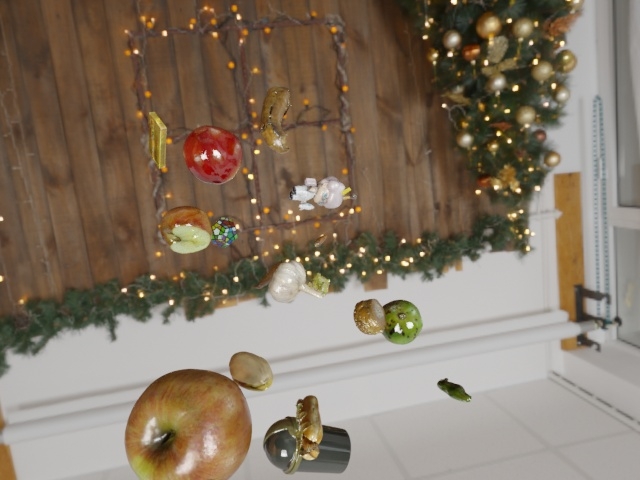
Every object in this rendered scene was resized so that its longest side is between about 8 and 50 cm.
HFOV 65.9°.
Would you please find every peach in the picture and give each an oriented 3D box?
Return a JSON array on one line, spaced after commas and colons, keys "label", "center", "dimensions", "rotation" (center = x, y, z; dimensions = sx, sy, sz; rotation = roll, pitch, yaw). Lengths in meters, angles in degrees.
[{"label": "peach", "center": [-0.418, -0.340, 1.943], "dimensions": [0.244, 0.243, 0.199], "rotation": [-10, -141, -26]}]

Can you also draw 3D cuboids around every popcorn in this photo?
[{"label": "popcorn", "center": [-0.009, 0.203, 2.218], "dimensions": [0.097, 0.109, 0.089], "rotation": [-29, 174, 27]}]

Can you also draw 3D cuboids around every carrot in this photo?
[{"label": "carrot", "center": [0.000, 0.000, 2.136], "dimensions": [0.032, 0.032, 0.093], "rotation": [-1, -158, 28]}]

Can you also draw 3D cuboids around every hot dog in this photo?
[{"label": "hot dog", "center": [-0.039, 0.550, 1.482], "dimensions": [0.072, 0.109, 0.269], "rotation": [10, -170, -9]}]

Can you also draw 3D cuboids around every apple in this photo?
[{"label": "apple", "center": [-0.409, 0.610, 1.578], "dimensions": [0.401, 0.399, 0.333], "rotation": [-3, 166, 19]}, {"label": "apple", "center": [-0.493, -0.045, 1.807], "dimensions": [0.173, 0.195, 0.160], "rotation": [-17, -125, -29]}]

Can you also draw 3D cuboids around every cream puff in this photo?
[{"label": "cream puff", "center": [0.199, 0.320, 2.051], "dimensions": [0.115, 0.150, 0.165], "rotation": [-33, -173, 27]}]

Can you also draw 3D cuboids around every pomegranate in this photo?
[{"label": "pomegranate", "center": [0.370, 0.389, 2.301], "dimensions": [0.211, 0.210, 0.263], "rotation": [-5, 149, 6]}]

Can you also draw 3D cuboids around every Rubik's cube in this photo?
[{"label": "Rubik's cube", "center": [-0.418, -0.034, 2.122], "dimensions": [0.133, 0.112, 0.133], "rotation": [-41, -166, 12]}]

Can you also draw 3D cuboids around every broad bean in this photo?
[{"label": "broad bean", "center": [0.466, 0.528, 1.761], "dimensions": [0.061, 0.046, 0.195], "rotation": [-11, -175, -10]}]

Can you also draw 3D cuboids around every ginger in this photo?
[{"label": "ginger", "center": [-0.171, -0.484, 1.920], "dimensions": [0.133, 0.309, 0.107], "rotation": [13, 160, -34]}]

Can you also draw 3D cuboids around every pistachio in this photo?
[{"label": "pistachio", "center": [-0.265, 0.491, 1.887], "dimensions": [0.201, 0.117, 0.145], "rotation": [15, -139, 37]}]

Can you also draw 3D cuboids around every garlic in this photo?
[{"label": "garlic", "center": [-0.097, 0.202, 2.096], "dimensions": [0.226, 0.199, 0.199], "rotation": [28, -165, 8]}]

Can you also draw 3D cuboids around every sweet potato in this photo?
[{"label": "sweet potato", "center": [-0.230, 0.164, 2.206], "dimensions": [0.214, 0.050, 0.050], "rotation": [-43, 169, 28]}]

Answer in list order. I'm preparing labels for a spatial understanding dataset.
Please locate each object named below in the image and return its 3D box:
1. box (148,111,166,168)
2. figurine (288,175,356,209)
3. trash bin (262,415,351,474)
[{"label": "box", "center": [-0.508, -0.311, 1.539], "dimensions": [0.022, 0.156, 0.089], "rotation": [-22, -119, -34]}, {"label": "figurine", "center": [0.004, -0.162, 1.678], "dimensions": [0.229, 0.111, 0.137], "rotation": [-3, 146, -26]}, {"label": "trash bin", "center": [-0.065, 0.813, 1.946], "dimensions": [0.334, 0.214, 0.214], "rotation": [19, 179, -22]}]
